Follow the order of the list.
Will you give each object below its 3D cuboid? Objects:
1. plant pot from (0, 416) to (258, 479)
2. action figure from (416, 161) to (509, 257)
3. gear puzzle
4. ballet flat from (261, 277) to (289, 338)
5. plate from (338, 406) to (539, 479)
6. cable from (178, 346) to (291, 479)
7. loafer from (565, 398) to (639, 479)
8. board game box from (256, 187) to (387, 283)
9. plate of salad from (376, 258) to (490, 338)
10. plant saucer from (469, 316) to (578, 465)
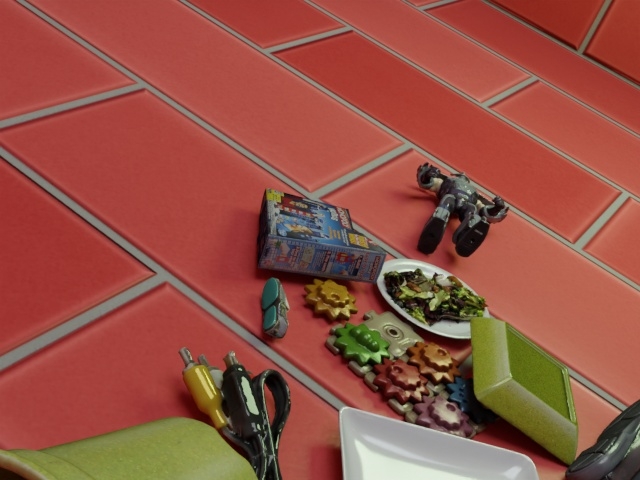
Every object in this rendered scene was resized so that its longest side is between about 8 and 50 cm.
[{"bbox_3d":[-0.183,0.275,0.824,0.276,0.276,0.254,36,23,19],"label":"plant pot"},{"bbox_3d":[0.254,-0.065,1.740,0.185,0.099,0.285,19,28,2],"label":"action figure"},{"bbox_3d":[0.111,0.154,1.366,0.339,0.044,0.175,41,36,26],"label":"gear puzzle"},{"bbox_3d":[-0.062,0.100,1.348,0.041,0.041,0.114,15,33,-13],"label":"ballet flat"},{"bbox_3d":[0.147,0.337,1.119,0.278,0.045,0.277,16,32,-11],"label":"plate"},{"bbox_3d":[-0.081,0.247,1.121,0.139,0.072,0.287,19,40,-41],"label":"cable"},{"bbox_3d":[0.451,0.299,1.344,0.302,0.109,0.095,-24,78,-44],"label":"loafer"},{"bbox_3d":[0.000,0.000,1.494,0.194,0.060,0.194,15,23,-10],"label":"board game box"},{"bbox_3d":[0.184,0.083,1.511,0.199,0.048,0.200,18,31,-11],"label":"plate of salad"},{"bbox_3d":[0.301,0.202,1.366,0.188,0.045,0.188,36,28,-15],"label":"plant saucer"}]
